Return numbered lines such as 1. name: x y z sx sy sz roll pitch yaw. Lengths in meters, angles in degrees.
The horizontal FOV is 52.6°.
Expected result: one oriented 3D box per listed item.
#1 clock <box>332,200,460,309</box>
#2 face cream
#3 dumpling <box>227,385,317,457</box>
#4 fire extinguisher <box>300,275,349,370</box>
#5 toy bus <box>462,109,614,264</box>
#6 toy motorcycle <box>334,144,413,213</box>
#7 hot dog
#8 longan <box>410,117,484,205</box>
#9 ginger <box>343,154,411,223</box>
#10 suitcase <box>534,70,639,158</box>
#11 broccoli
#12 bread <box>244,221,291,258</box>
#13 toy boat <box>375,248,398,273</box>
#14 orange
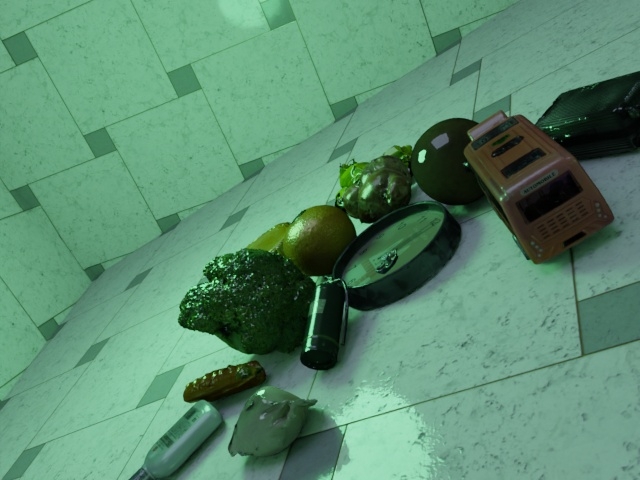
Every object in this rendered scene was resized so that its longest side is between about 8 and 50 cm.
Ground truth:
1. clock: 0.202 0.032 1.791 0.386 0.076 0.386 -32 20 14
2. face cream: -0.378 0.534 1.651 0.291 0.071 0.144 -44 17 -22
3. dumpling: -0.104 0.400 1.452 0.247 0.142 0.173 -35 -17 25
4. fire extinguisher: 0.016 0.188 1.653 0.118 0.093 0.294 -21 37 28
5. toy bus: 0.472 -0.136 1.483 0.203 0.233 0.427 -33 21 13
6. toy motorcycle: 0.188 -0.233 2.327 0.342 0.142 0.205 -25 61 29
7. hot dog: -0.258 0.385 1.753 0.269 0.115 0.072 -25 59 27
8. longan: 0.376 -0.216 1.806 0.258 0.258 0.258 -32 20 13
9. ginger: 0.198 -0.153 2.066 0.256 0.176 0.375 -45 12 3
10. suitcase: 0.705 -0.306 1.624 0.202 0.128 0.312 -46 22 -25
11. broccoli: -0.177 0.173 1.819 0.414 0.309 0.321 -9 -6 -29
12. bread: -0.163 0.057 2.266 0.253 0.142 0.227 -35 18 -3
13. toy boat: 0.168 0.052 1.639 0.083 0.038 0.038 -47 22 -23
14. orange: 0.000 0.000 2.004 0.236 0.236 0.236 -32 20 13
